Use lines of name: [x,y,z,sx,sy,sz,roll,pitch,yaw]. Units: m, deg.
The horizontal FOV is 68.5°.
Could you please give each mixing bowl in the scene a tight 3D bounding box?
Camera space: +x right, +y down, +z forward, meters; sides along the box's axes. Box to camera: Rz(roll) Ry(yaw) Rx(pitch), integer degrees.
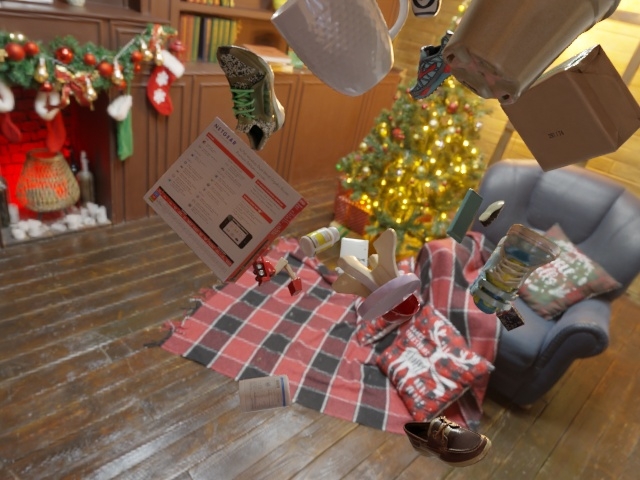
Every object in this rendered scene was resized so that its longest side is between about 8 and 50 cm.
mixing bowl: [0.301,0.271,1.913,0.181,0.098,0.182,11,35,-8]

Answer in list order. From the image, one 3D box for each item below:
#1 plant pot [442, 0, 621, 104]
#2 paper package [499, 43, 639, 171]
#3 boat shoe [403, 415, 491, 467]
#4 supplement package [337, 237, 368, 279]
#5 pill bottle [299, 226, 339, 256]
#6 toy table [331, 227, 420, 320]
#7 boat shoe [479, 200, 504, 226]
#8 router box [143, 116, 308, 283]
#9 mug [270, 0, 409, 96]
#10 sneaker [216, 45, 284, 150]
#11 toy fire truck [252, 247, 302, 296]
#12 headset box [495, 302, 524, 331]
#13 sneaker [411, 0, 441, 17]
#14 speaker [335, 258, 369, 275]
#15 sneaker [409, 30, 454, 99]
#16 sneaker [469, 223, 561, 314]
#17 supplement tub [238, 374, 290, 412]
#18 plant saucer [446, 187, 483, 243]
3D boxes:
plant pot: [0.478,-0.520,1.148,0.333,0.306,0.334,35,5,-4]
paper package: [0.809,-0.413,1.535,0.168,0.310,0.325,-39,6,-13]
boat shoe: [0.407,0.659,1.576,0.123,0.342,0.123,-42,99,-30]
supplement package: [0.120,0.092,1.742,0.105,0.105,0.179,6,46,2]
pill bottle: [0.000,0.000,1.407,0.116,0.065,0.065,-24,45,-34]
toy table: [0.158,0.107,1.325,0.161,0.252,0.274,52,13,21]
boat shoe: [0.680,-0.107,1.858,0.133,0.042,0.049,-42,27,-15]
router box: [-0.254,-0.106,1.255,0.335,0.301,0.082,44,2,13]
mug: [0.096,-0.643,1.398,0.328,0.374,0.276,47,6,-27]
sneaker: [-0.227,-0.438,1.514,0.157,0.410,0.182,7,66,19]
toy fire truck: [-0.147,0.091,1.516,0.135,0.047,0.192,-7,64,-29]
headset box: [0.634,0.255,1.578,0.083,0.062,0.032,52,29,-7]
sneaker: [0.251,-0.675,1.113,0.093,0.235,0.153,9,-8,16]
speaker: [0.130,0.104,1.883,0.136,0.055,0.055,-29,31,9]
sneaker: [0.357,-0.559,1.490,0.125,0.262,0.104,39,55,-10]
sneaker: [0.456,0.085,1.134,0.127,0.208,0.319,32,-1,17]
supplement tub: [-0.121,0.332,1.019,0.107,0.071,0.071,-5,32,-8]
plant saucer: [0.494,-0.085,1.594,0.067,0.192,0.018,36,-17,-14]
